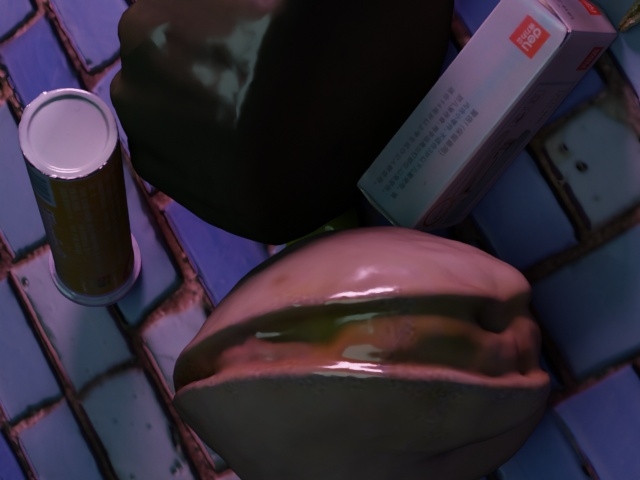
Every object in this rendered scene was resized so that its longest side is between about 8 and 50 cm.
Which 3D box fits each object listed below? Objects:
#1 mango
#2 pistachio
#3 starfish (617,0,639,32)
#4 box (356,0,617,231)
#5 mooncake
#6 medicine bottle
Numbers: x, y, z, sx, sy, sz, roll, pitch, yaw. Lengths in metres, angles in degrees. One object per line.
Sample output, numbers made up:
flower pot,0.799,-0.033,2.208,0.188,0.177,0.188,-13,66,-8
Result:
mango,0.000,0.000,1.616,0.073,0.056,0.108,45,118,24
pistachio,0.043,0.134,1.445,0.445,0.365,0.281,140,130,-64
starfish,0.346,-0.230,1.392,0.176,0.053,0.208,-15,76,41
box,0.161,-0.128,1.462,0.079,0.135,0.269,46,115,18
mooncake,-0.039,-0.179,1.448,0.194,0.356,0.356,29,109,28
medicine bottle,-0.243,-0.033,1.561,0.108,0.426,0.108,2,73,-5
